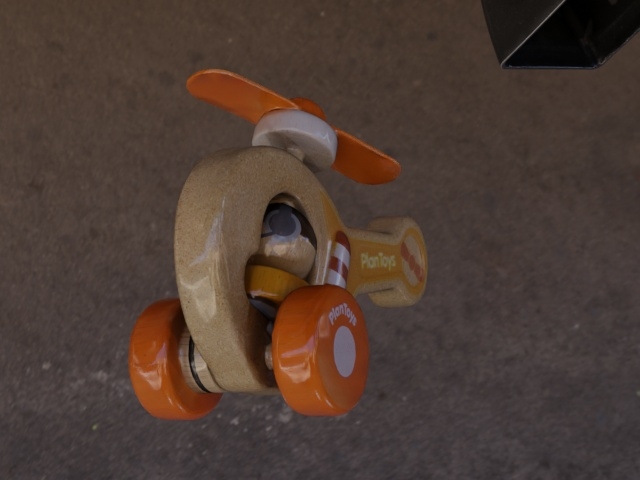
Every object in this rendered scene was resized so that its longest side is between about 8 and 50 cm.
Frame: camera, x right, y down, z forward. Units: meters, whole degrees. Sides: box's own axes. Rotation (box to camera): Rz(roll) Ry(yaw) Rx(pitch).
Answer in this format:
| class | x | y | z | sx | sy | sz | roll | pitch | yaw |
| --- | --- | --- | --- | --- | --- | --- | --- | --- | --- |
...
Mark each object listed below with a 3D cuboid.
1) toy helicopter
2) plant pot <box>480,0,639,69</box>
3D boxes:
| class | x | y | z | sx | sy | sz | roll | pitch | yaw |
| --- | --- | --- | --- | --- | --- | --- | --- | --- | --- |
| toy helicopter | 0.000 | 0.000 | 0.748 | 0.355 | 0.140 | 0.235 | 1 | 83 | -63 |
| plant pot | 0.289 | -0.321 | 1.131 | 0.188 | 0.187 | 0.167 | -6 | 63 | -37 |
